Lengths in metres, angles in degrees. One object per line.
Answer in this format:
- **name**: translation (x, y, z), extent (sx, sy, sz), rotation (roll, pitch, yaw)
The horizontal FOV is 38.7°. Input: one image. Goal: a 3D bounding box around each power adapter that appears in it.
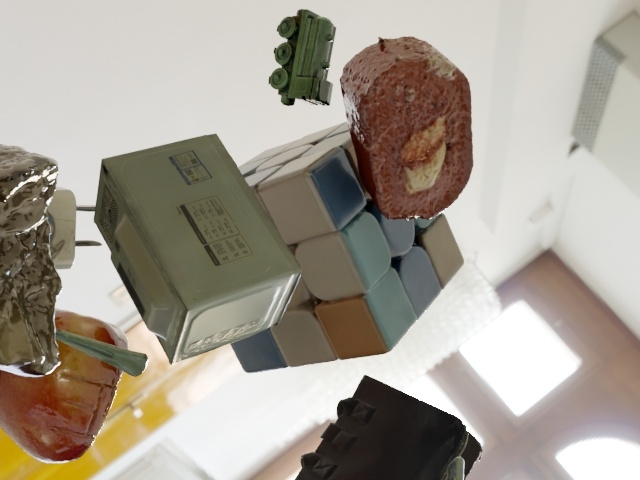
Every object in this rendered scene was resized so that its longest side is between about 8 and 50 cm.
- **power adapter**: translation (-0.439, -0.022, 1.440), extent (0.125, 0.205, 0.130), rotation (13, -77, 51)

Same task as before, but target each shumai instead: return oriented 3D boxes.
- **shumai**: translation (-0.436, 0.029, 1.110), extent (0.346, 0.217, 0.283), rotation (-90, -178, -69)

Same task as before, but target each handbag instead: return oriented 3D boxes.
- **handbag**: translation (0.128, 0.458, 1.849), extent (0.329, 0.303, 0.122), rotation (19, -24, 42)

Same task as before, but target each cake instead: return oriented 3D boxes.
- **cake**: translation (0.138, -0.172, 1.392), extent (0.151, 0.177, 0.282), rotation (-114, -172, -59)

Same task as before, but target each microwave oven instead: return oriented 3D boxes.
- **microwave oven**: translation (-0.142, 0.007, 0.999), extent (0.208, 0.162, 0.122), rotation (57, -33, 25)

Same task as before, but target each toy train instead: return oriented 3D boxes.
- **toy train**: translation (-0.024, -0.314, 1.566), extent (0.111, 0.170, 0.071), rotation (10, -1, 34)

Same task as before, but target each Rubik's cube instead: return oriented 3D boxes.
- **Rubik's cube**: translation (0.000, 0.000, 1.655), extent (0.347, 0.346, 0.344), rotation (-16, -73, 36)

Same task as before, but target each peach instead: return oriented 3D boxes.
- **peach**: translation (-0.480, 0.260, 1.644), extent (0.245, 0.274, 0.248), rotation (12, -15, 0)

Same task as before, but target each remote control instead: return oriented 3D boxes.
- **remote control**: translation (0.217, 0.414, 1.471), extent (0.018, 0.124, 0.053), rotation (14, -37, -6)

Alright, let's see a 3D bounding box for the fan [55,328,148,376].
- **fan**: translation (-0.341, 0.150, 1.304), extent (0.193, 0.038, 0.016), rotation (22, 13, -9)
